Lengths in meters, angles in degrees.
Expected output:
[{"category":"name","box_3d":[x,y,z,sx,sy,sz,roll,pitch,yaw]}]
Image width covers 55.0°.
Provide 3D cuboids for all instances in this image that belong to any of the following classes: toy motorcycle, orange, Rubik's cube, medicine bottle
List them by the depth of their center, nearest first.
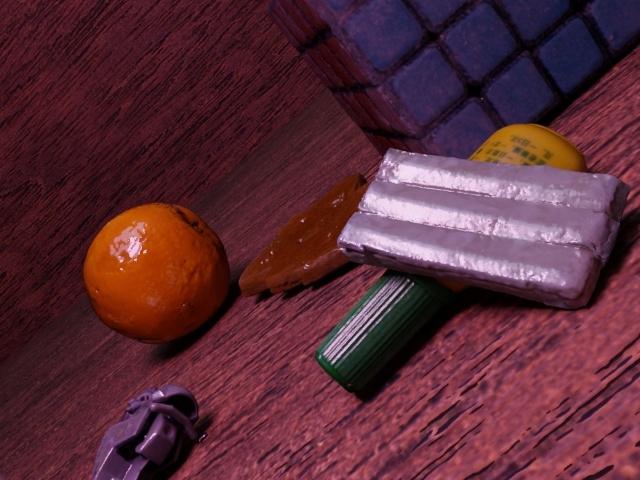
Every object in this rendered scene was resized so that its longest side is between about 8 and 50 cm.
[{"category":"medicine bottle","box_3d":[0.115,0.013,0.573,0.309,0.076,0.111,-45,35,-8]},{"category":"toy motorcycle","box_3d":[-0.195,0.246,0.689,0.122,0.080,0.215,-33,29,21]},{"category":"Rubik's cube","box_3d":[0.161,-0.318,0.846,0.337,0.344,0.344,-42,18,2]},{"category":"orange","box_3d":[-0.281,0.058,1.070,0.246,0.246,0.246,-37,17,13]}]

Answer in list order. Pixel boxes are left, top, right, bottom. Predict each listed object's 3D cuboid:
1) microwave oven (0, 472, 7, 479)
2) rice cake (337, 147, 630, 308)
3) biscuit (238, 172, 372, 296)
[{"category":"microwave oven","box_3d":[-0.615,0.427,0.941,0.240,0.194,0.145,-35,2,20]},{"category":"rice cake","box_3d":[0.130,-0.015,0.510,0.211,0.038,0.124,17,68,34]},{"category":"biscuit","box_3d":[0.001,0.001,0.922,0.278,0.043,0.301,-42,18,-9]}]
